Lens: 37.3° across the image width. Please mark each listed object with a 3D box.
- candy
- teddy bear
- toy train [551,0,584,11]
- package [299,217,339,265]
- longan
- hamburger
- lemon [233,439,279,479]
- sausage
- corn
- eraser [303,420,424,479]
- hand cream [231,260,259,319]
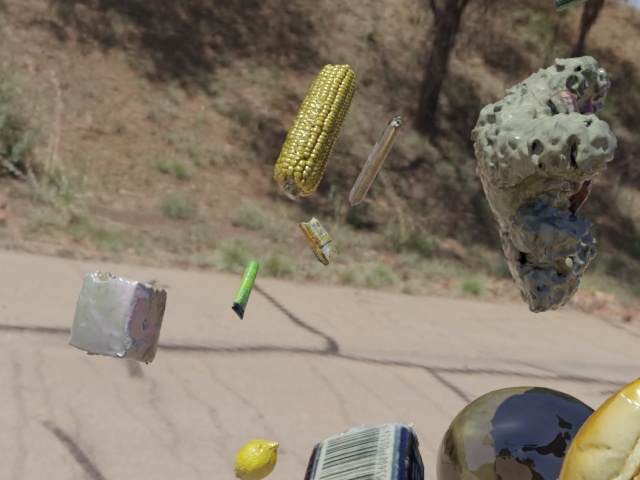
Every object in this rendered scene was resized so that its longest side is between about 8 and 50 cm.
[{"bbox_3d":[-0.452,0.172,2.100,0.185,0.195,0.137,9,-5,30],"label":"candy"},{"bbox_3d":[0.358,-0.063,1.460,0.224,0.367,0.357,-9,25,18],"label":"teddy bear"},{"bbox_3d":[0.538,-0.565,1.777,0.330,0.138,0.178,-18,-32,12],"label":"toy train"},{"bbox_3d":[-0.001,0.000,2.094,0.108,0.031,0.121,58,16,0],"label":"package"},{"bbox_3d":[0.386,0.426,1.703,0.361,0.361,0.361,12,9,-2],"label":"longan"},{"bbox_3d":[0.407,0.279,1.111,0.290,0.314,0.170,-9,35,-35],"label":"hamburger"},{"bbox_3d":[-0.105,0.365,1.581,0.065,0.092,0.065,48,6,-7],"label":"lemon"},{"bbox_3d":[0.112,-0.161,1.977,0.033,0.269,0.033,13,47,-14],"label":"sausage"},{"bbox_3d":[-0.008,-0.174,1.490,0.080,0.238,0.080,18,-17,6],"label":"corn"},{"bbox_3d":[0.054,0.339,1.191,0.155,0.101,0.332,-18,11,10],"label":"eraser"},{"bbox_3d":[-0.137,0.088,1.732,0.023,0.036,0.122,-13,40,27],"label":"hand cream"}]
